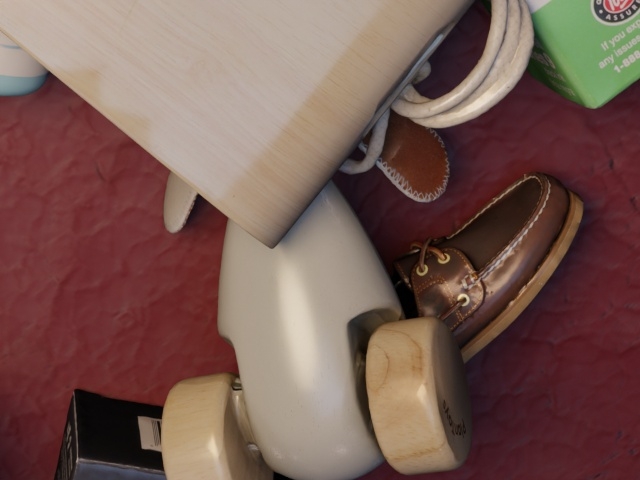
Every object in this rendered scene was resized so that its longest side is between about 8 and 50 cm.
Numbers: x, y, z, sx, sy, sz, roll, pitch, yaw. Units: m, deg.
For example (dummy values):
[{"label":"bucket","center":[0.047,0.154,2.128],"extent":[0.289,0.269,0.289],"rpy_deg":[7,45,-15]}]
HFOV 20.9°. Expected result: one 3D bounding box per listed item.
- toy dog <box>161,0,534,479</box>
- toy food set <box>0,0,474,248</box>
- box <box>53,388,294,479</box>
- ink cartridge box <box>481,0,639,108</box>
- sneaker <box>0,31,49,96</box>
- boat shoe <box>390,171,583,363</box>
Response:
[{"label":"toy dog","center":[0.000,0.000,0.977],"extent":[0.220,0.161,0.334],"rpy_deg":[10,84,16]},{"label":"toy food set","center":[-0.066,-0.172,0.841],"extent":[0.306,0.092,0.220],"rpy_deg":[39,92,-15]},{"label":"box","center":[-0.097,0.214,1.061],"extent":[0.153,0.108,0.207],"rpy_deg":[12,105,-13]},{"label":"ink cartridge box","center":[0.137,-0.252,0.947],"extent":[0.211,0.121,0.289],"rpy_deg":[-37,108,3]},{"label":"sneaker","center":[-0.266,-0.215,0.896],"extent":[0.319,0.127,0.208],"rpy_deg":[15,106,-23]},{"label":"boat shoe","center":[0.071,0.037,1.051],"extent":[0.073,0.073,0.207],"rpy_deg":[37,98,-19]}]
